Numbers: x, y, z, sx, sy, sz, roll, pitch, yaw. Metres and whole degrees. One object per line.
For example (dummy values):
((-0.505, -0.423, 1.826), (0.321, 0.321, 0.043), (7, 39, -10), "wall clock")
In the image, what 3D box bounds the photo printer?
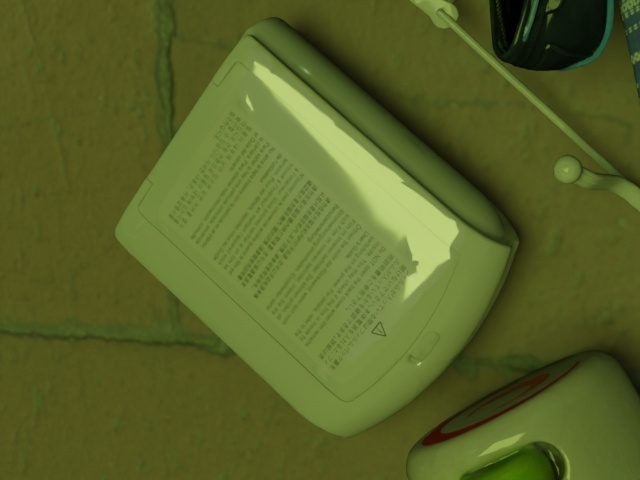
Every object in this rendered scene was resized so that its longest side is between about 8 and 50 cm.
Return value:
((0.000, 0.000, 1.074), (0.307, 0.107, 0.256), (42, 115, 11), "photo printer")

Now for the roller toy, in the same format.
((0.181, 0.189, 0.985), (0.146, 0.209, 0.191), (61, 156, 3), "roller toy")

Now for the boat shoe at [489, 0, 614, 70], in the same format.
((0.146, -0.248, 0.860), (0.109, 0.089, 0.258), (-17, 83, 62), "boat shoe")

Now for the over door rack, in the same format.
((0.239, -0.165, 0.930), (0.324, 0.108, 0.239), (47, 115, 9), "over door rack")

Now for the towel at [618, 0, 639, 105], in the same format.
((0.253, -0.172, 0.772), (0.243, 0.040, 0.336), (154, 108, -68), "towel")
